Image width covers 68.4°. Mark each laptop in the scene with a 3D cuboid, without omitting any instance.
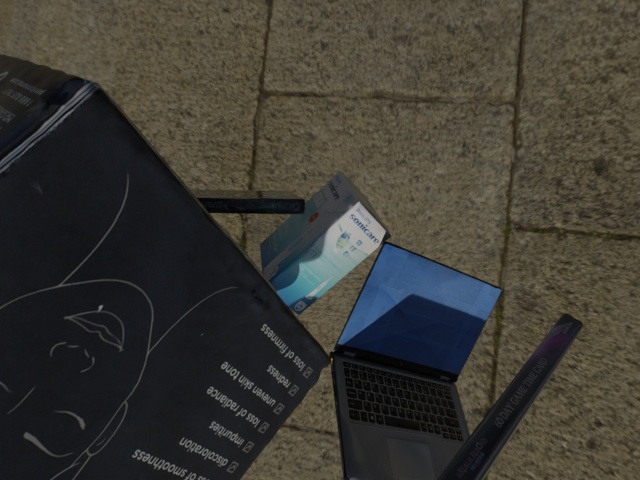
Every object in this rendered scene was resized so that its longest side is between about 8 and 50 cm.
[{"bbox_3d":[0.241,0.279,1.000,0.236,0.381,0.408,-47,35,37],"label":"laptop"}]

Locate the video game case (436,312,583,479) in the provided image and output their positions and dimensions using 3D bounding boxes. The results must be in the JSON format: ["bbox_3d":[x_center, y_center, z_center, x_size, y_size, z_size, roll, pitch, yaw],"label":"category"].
[{"bbox_3d":[0.144,0.199,0.427,0.026,0.274,0.196,34,130,30],"label":"video game case"}]

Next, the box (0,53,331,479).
[{"bbox_3d":[-0.306,0.153,0.508,0.297,0.480,0.472,24,66,39],"label":"box"}]

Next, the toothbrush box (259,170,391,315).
[{"bbox_3d":[0.000,0.000,1.149,0.295,0.216,0.126,-40,116,12],"label":"toothbrush box"}]

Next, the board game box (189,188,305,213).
[{"bbox_3d":[-0.129,-0.064,0.772,0.186,0.126,0.026,0,102,-15],"label":"board game box"}]
